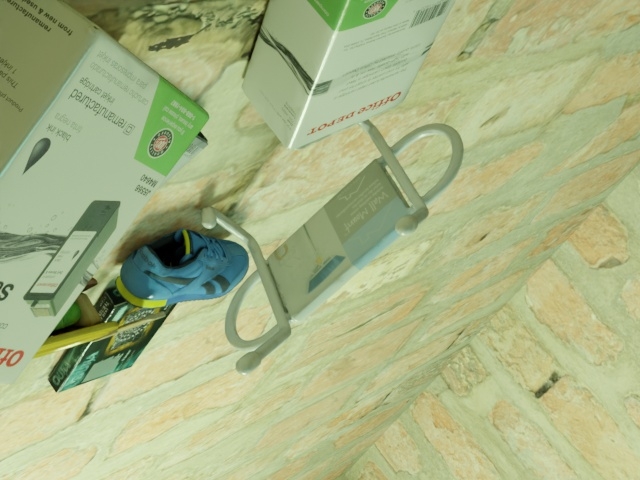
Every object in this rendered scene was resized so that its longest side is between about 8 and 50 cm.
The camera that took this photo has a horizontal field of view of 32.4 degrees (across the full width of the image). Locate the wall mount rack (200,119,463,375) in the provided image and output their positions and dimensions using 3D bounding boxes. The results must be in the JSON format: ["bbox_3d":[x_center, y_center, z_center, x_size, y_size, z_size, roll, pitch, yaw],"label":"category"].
[{"bbox_3d":[0.000,0.000,1.149,0.350,0.304,0.130,-43,126,13],"label":"wall mount rack"}]

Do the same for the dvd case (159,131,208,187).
[{"bbox_3d":[-0.232,-0.042,1.022,0.239,0.029,0.179,-41,162,8],"label":"dvd case"}]

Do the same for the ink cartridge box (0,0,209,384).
[{"bbox_3d":[-0.232,-0.036,0.800,0.273,0.115,0.198,-54,162,1],"label":"ink cartridge box"}]

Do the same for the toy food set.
[{"bbox_3d":[-0.291,0.083,1.174,0.128,0.071,0.218,-21,175,41],"label":"toy food set"}]

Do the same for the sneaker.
[{"bbox_3d":[-0.143,0.023,1.287,0.209,0.069,0.082,-12,145,-53],"label":"sneaker"}]

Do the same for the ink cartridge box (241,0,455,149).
[{"bbox_3d":[0.032,-0.203,1.024,0.160,0.092,0.219,-26,159,-32],"label":"ink cartridge box"}]

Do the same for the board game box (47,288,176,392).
[{"bbox_3d":[-0.251,0.113,1.370,0.126,0.026,0.186,-16,152,-49],"label":"board game box"}]
